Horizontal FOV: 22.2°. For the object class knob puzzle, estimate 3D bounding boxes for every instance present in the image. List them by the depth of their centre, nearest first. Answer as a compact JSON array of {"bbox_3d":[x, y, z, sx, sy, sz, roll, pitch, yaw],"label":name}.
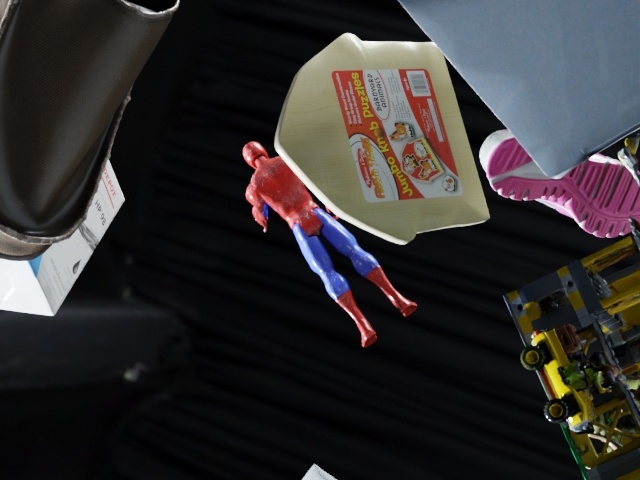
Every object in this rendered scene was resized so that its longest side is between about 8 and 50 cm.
[{"bbox_3d":[0.041,-0.085,1.394,0.213,0.213,0.030,-50,10,-36],"label":"knob puzzle"}]

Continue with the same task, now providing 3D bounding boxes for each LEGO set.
[{"bbox_3d":[0.270,0.089,1.107,0.192,0.255,0.331,-27,-25,14],"label":"LEGO set"}]

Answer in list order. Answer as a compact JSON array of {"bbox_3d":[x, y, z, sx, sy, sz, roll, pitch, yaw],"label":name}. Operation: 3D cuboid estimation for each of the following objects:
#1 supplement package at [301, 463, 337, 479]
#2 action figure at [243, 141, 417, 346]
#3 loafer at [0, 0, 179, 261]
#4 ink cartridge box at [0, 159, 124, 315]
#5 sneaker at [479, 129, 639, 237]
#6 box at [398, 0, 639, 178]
[{"bbox_3d":[0.018,0.452,2.239,0.149,0.194,0.203,42,-100,-28],"label":"supplement package"},{"bbox_3d":[0.000,0.000,1.931,0.091,0.280,0.139,-37,-14,-2],"label":"action figure"},{"bbox_3d":[-0.180,-0.160,1.166,0.134,0.130,0.365,11,-86,-39],"label":"loafer"},{"bbox_3d":[-0.225,-0.038,1.368,0.104,0.060,0.180,73,-149,-42],"label":"ink cartridge box"},{"bbox_3d":[0.311,-0.087,2.089,0.252,0.111,0.103,22,-74,-23],"label":"sneaker"},{"bbox_3d":[0.250,-0.288,1.273,0.212,0.294,0.395,46,-148,-22],"label":"box"}]
